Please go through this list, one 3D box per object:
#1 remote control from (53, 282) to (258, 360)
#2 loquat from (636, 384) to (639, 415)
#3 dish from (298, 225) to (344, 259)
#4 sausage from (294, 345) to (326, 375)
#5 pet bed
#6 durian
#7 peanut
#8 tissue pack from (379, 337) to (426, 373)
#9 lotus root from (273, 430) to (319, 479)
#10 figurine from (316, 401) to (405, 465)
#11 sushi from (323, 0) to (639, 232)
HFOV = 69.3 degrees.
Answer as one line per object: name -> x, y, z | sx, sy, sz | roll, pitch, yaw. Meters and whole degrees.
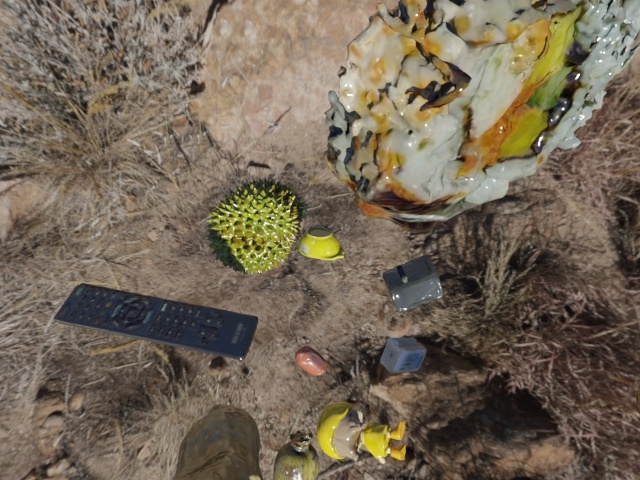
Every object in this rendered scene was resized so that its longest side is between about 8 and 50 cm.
remote control -> -0.198, 0.098, 0.558 | 0.245, 0.025, 0.063 | 10, 43, 9
loquat -> 0.694, 0.328, 0.895 | 0.163, 0.137, 0.163 | 15, 70, -50
dish -> 0.000, 0.000, 1.707 | 0.149, 0.208, 0.080 | -34, 132, -45
sausage -> -0.024, 0.320, 1.234 | 0.094, 0.054, 0.059 | 45, 50, -18
pet bed -> 0.369, 0.173, 1.840 | 0.211, 0.159, 0.183 | -21, 79, 2
durian -> -0.148, -0.027, 1.050 | 0.237, 0.176, 0.200 | -42, 97, 18
peanut -> -0.152, 0.368, 0.690 | 0.143, 0.291, 0.159 | -13, 100, -4
tissue pack -> 0.200, 0.276, 1.115 | 0.094, 0.059, 0.074 | 8, 108, -38
lotus root -> -0.081, 0.752, 1.555 | 0.154, 0.154, 0.278 | 4, 98, -9
figurine -> 0.152, 0.744, 1.793 | 0.344, 0.187, 0.215 | 0, 80, 22
sushi -> 0.186, -0.186, 0.541 | 0.418, 0.417, 0.176 | -32, 62, -10
